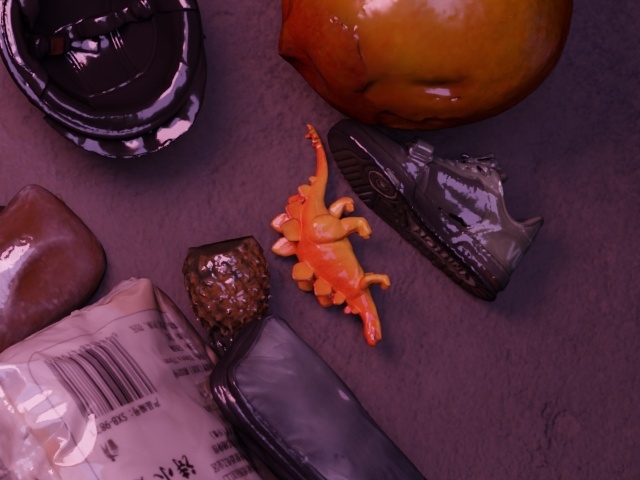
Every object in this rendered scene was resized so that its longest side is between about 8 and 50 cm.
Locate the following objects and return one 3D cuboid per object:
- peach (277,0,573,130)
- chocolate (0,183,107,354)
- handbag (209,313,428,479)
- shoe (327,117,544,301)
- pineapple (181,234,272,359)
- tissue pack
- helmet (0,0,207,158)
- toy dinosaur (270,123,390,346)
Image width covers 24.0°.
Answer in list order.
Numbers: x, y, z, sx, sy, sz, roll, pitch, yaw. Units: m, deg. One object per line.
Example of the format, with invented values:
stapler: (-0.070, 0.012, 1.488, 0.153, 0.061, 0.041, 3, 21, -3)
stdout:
peach: (0.123, -0.296, 1.780, 0.373, 0.290, 0.372, 4, 78, -20)
chocolate: (-0.365, 0.056, 1.740, 0.161, 0.083, 0.261, 44, 76, -5)
handbag: (0.016, 0.234, 1.694, 0.075, 0.191, 0.332, -39, 98, 26)
shoe: (0.151, -0.071, 1.860, 0.293, 0.109, 0.149, 46, 73, -7)
pineapple: (-0.098, 0.096, 1.789, 0.108, 0.108, 0.197, -14, 96, -13)
tissue pack: (-0.193, 0.226, 1.612, 0.390, 0.195, 0.375, 53, 36, 12)
helmet: (-0.261, -0.235, 1.762, 0.230, 0.160, 0.279, -30, 104, -14)
toy dinosaur: (0.000, 0.000, 1.836, 0.117, 0.070, 0.288, -20, 82, -14)
